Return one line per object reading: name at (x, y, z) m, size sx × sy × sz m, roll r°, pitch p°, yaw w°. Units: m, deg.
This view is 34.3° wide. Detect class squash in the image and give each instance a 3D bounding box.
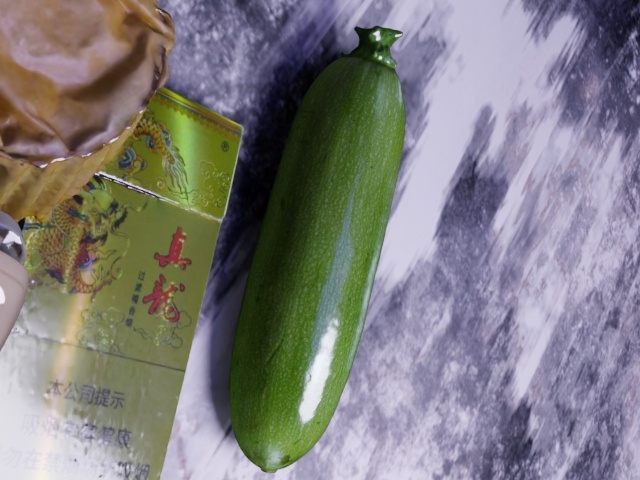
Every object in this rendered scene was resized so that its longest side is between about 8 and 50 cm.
squash at (0.000, 0.000, 0.873) m, size 0.107 × 0.107 × 0.394 m, roll 25°, pitch 76°, yaw -47°

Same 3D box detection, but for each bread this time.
bread at (-0.200, -0.125, 0.593) m, size 0.240 × 0.139 × 0.239 m, roll 4°, pitch 82°, yaw -31°

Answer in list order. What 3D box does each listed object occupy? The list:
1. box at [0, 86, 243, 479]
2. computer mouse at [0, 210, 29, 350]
box at (-0.159, 0.035, 0.743) m, size 0.173 × 0.043 × 0.311 m, roll 23°, pitch 76°, yaw -46°
computer mouse at (-0.262, 0.068, 0.558) m, size 0.145 × 0.082 × 0.236 m, roll 25°, pitch 106°, yaw -43°
